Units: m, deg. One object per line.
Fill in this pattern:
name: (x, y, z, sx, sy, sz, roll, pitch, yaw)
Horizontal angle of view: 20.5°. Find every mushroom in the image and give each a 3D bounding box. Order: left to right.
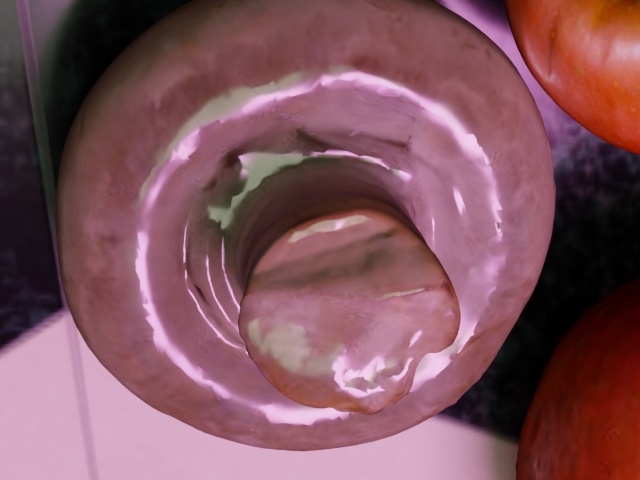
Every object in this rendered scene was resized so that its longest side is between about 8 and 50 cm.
mushroom: (0.000, 0.000, 0.691, 0.204, 0.204, 0.204, -3, 112, -9)

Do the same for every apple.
apple: (0.157, -0.107, 0.697, 0.139, 0.163, 0.163, 6, 115, -51)

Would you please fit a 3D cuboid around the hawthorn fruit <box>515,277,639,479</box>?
hawthorn fruit: (0.185, 0.091, 0.767, 0.205, 0.205, 0.253, -8, 102, -7)
